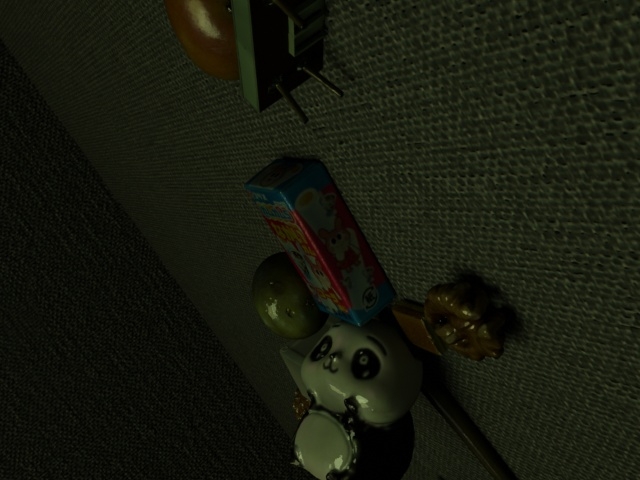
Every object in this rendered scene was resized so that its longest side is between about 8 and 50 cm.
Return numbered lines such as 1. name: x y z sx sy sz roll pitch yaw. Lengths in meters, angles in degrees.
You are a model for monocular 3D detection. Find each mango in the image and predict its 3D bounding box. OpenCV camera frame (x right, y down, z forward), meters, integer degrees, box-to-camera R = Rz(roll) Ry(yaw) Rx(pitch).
1. mango: -0.142 -0.317 1.191 0.176 0.139 0.254 59 171 14

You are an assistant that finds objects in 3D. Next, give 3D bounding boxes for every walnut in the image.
1. walnut: 0.222 0.117 1.256 0.143 0.069 0.170 50 162 0

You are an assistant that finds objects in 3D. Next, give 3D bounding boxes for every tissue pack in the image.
1. tissue pack: 0.047 0.284 1.822 0.246 0.159 0.136 23 145 55

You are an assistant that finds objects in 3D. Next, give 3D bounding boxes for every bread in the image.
1. bread: 0.179 0.153 1.470 0.094 0.035 0.090 16 140 59

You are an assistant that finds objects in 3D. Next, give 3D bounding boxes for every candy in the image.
1. candy: -0.001 0.001 1.504 0.157 0.100 0.306 17 140 60

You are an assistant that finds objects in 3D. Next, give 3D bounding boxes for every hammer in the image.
1. hammer: 0.320 0.424 1.631 0.440 0.044 0.168 51 162 -1

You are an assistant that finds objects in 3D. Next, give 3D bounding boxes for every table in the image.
1. table: -0.030 -0.259 1.061 0.111 0.121 0.240 44 160 20

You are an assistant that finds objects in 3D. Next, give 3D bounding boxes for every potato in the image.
1. potato: -0.058 0.102 1.697 0.251 0.159 0.175 -96 -3 -75

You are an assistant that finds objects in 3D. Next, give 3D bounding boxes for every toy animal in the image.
1. toy animal: 0.076 0.303 1.571 0.250 0.310 0.251 16 -178 -1

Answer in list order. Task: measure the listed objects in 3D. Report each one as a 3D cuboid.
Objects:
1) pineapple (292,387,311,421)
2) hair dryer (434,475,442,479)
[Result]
1. pineapple: 0.049 0.392 2.053 0.169 0.169 0.340 51 153 1
2. hair dryer: 0.369 0.642 1.873 0.298 0.118 0.296 57 158 22
